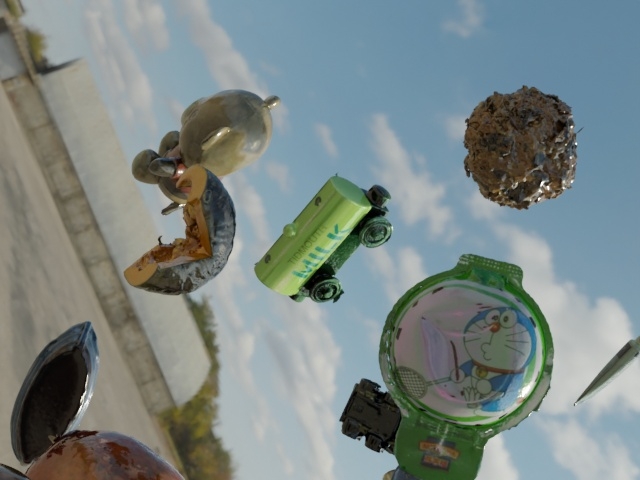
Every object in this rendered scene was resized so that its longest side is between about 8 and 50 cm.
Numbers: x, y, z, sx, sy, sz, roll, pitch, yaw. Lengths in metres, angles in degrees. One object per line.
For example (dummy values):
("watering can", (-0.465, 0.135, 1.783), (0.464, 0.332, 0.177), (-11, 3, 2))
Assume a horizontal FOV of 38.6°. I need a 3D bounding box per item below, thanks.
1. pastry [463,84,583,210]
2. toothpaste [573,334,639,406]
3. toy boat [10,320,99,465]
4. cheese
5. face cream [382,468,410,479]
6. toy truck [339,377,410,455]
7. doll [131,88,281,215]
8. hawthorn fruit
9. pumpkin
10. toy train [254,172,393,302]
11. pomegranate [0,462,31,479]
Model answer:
("pastry", (0.425, -0.202, 1.965), (0.193, 0.275, 0.274), (-97, 171, -66))
("toothpaste", (0.599, 0.265, 1.872), (0.216, 0.062, 0.037), (-54, -124, 24))
("toy boat", (-0.502, 0.293, 1.729), (0.309, 0.129, 0.142), (-65, -168, 3))
("cheese", (0.160, 0.175, 1.064), (0.083, 0.204, 0.320), (-39, 143, -83))
("face cream", (0.224, 0.583, 1.796), (0.067, 0.139, 0.285), (-50, -139, 23))
("toy truck", (0.176, 0.396, 1.927), (0.257, 0.127, 0.127), (23, -2, 25))
("doll", (-0.224, -0.174, 1.780), (0.330, 0.235, 0.174), (-32, -87, 44))
("hawthorn fruit", (-0.365, 0.414, 1.461), (0.307, 0.276, 0.276), (43, -25, 30))
("pumpkin", (-0.171, -0.001, 1.232), (0.108, 0.183, 0.119), (31, 0, -27))
("toy train", (0.000, 0.000, 1.486), (0.253, 0.157, 0.105), (-49, -135, 24))
("pomegranate", (-0.447, 0.402, 1.175), (0.248, 0.248, 0.248), (60, -16, 29))
